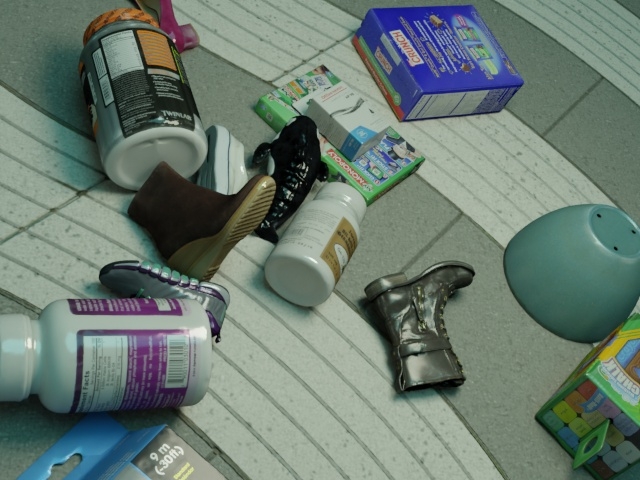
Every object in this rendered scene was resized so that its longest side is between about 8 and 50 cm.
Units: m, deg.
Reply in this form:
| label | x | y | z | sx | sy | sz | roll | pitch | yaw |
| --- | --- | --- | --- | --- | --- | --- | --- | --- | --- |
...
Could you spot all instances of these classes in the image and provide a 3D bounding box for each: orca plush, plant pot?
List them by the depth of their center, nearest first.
| label | x | y | z | sx | sy | sz | roll | pitch | yaw |
| --- | --- | --- | --- | --- | --- | --- | --- | --- | --- |
| orca plush | -0.066 | -0.144 | 1.706 | 0.151 | 0.102 | 0.287 | 32 | 59 | 5 |
| plant pot | 0.553 | 0.036 | 1.824 | 0.290 | 0.195 | 0.290 | 13 | 50 | -16 |

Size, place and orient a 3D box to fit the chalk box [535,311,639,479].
| label | x | y | z | sx | sy | sz | roll | pitch | yaw |
| --- | --- | --- | --- | --- | --- | --- | --- | --- | --- |
| chalk box | 0.533 | 0.303 | 1.619 | 0.179 | 0.180 | 0.289 | 46 | 48 | 13 |

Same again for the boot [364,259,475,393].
| label | x | y | z | sx | sy | sz | roll | pitch | yaw |
| --- | --- | --- | --- | --- | --- | --- | --- | --- | --- |
| boot | 0.214 | 0.166 | 1.652 | 0.263 | 0.091 | 0.229 | -12 | 66 | -27 |

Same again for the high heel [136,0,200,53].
| label | x | y | z | sx | sy | sz | roll | pitch | yaw |
| --- | --- | --- | --- | --- | --- | --- | --- | --- | --- |
| high heel | -0.366 | -0.488 | 1.877 | 0.117 | 0.082 | 0.244 | -30 | 84 | -49 |

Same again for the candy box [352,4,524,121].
| label | x | y | z | sx | sy | sz | roll | pitch | yaw |
| --- | --- | --- | --- | --- | --- | --- | --- | --- | --- |
| candy box | 0.277 | -0.424 | 2.100 | 0.317 | 0.122 | 0.268 | -9 | 60 | -32 |

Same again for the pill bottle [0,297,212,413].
| label | x | y | z | sx | sy | sz | roll | pitch | yaw |
| --- | --- | --- | --- | --- | --- | --- | --- | --- | --- |
| pill bottle | -0.327 | 0.171 | 1.327 | 0.302 | 0.169 | 0.169 | 2 | 54 | -24 |

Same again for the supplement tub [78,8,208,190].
| label | x | y | z | sx | sy | sz | roll | pitch | yaw |
| --- | --- | --- | --- | --- | --- | --- | --- | --- | --- |
| supplement tub | -0.335 | -0.266 | 1.643 | 0.194 | 0.193 | 0.316 | -3 | 56 | -27 |

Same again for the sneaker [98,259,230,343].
| label | x | y | z | sx | sy | sz | roll | pitch | yaw |
| --- | --- | --- | --- | --- | --- | --- | --- | --- | --- |
| sneaker | -0.260 | 0.102 | 1.471 | 0.224 | 0.083 | 0.098 | 15 | 55 | -15 |

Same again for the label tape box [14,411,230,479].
| label | x | y | z | sx | sy | sz | roll | pitch | yaw |
| --- | --- | --- | --- | --- | --- | --- | --- | --- | --- |
| label tape box | -0.261 | 0.389 | 1.231 | 0.334 | 0.106 | 0.240 | 39 | 48 | 7 |

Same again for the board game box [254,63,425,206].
| label | x | y | z | sx | sy | sz | roll | pitch | yaw |
| --- | --- | --- | --- | --- | --- | --- | --- | --- | --- |
| board game box | 0.044 | -0.225 | 1.888 | 0.317 | 0.046 | 0.213 | 45 | 50 | 12 |

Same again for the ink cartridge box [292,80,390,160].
| label | x | y | z | sx | sy | sz | roll | pitch | yaw |
| --- | --- | --- | --- | --- | --- | --- | --- | --- | --- |
| ink cartridge box | 0.042 | -0.260 | 1.842 | 0.180 | 0.060 | 0.104 | 44 | 50 | 11 |

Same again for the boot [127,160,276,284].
| label | x | y | z | sx | sy | sz | roll | pitch | yaw |
| --- | --- | --- | --- | --- | --- | --- | --- | --- | --- |
| boot | -0.211 | -0.069 | 1.524 | 0.207 | 0.248 | 0.090 | 46 | 21 | 16 |

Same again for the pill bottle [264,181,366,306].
| label | x | y | z | sx | sy | sz | roll | pitch | yaw |
| --- | --- | --- | --- | --- | --- | --- | --- | --- | --- |
| pill bottle | 0.000 | 0.000 | 1.636 | 0.131 | 0.131 | 0.229 | 31 | 48 | 0 |

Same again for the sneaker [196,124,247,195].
| label | x | y | z | sx | sy | sz | roll | pitch | yaw |
| --- | --- | --- | --- | --- | --- | --- | --- | --- | --- |
| sneaker | -0.179 | -0.099 | 1.658 | 0.091 | 0.094 | 0.258 | 25 | 54 | -33 |
